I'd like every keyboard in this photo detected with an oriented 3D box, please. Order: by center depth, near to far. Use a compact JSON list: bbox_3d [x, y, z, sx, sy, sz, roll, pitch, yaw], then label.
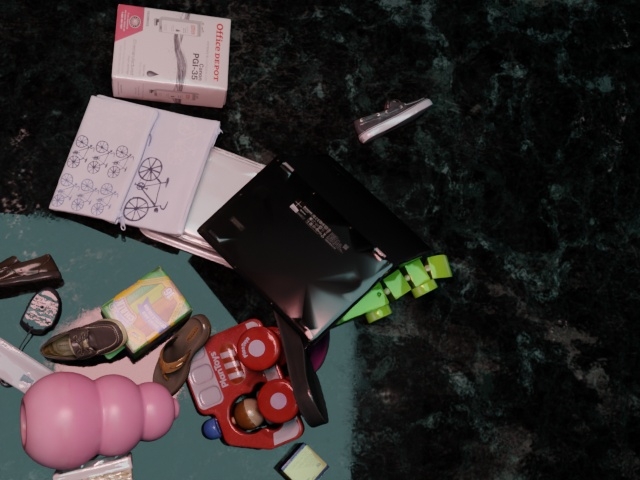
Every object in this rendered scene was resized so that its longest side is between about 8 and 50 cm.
[{"bbox_3d":[-0.651,0.305,1.851,0.256,0.014,0.072,36,78,-11],"label":"keyboard"}]

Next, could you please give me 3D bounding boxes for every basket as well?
[{"bbox_3d":[-0.484,0.532,1.794,0.167,0.113,0.103,-11,86,-14],"label":"basket"}]

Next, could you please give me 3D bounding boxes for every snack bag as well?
[{"bbox_3d":[-0.440,-0.181,1.985,0.342,0.037,0.323,14,72,8],"label":"snack bag"}]

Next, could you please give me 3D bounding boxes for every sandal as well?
[{"bbox_3d":[-0.326,0.261,1.884,0.090,0.060,0.219,45,109,25],"label":"sandal"},{"bbox_3d":[-0.026,0.217,1.892,0.107,0.167,0.446,-22,50,6],"label":"sandal"}]

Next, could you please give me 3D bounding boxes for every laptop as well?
[{"bbox_3d":[0.000,0.000,1.967,0.408,0.236,0.382,-44,74,-10],"label":"laptop"}]

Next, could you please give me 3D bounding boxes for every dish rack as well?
[{"bbox_3d":[-0.258,-0.100,2.035,0.333,0.072,0.285,20,73,-6],"label":"dish rack"}]

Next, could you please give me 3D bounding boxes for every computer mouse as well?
[{"bbox_3d":[-0.665,0.218,1.881,0.071,0.041,0.242,30,77,-14],"label":"computer mouse"}]

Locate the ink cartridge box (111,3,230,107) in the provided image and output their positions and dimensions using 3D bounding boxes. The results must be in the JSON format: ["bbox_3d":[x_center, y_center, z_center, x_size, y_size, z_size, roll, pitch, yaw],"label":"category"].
[{"bbox_3d":[-0.371,-0.461,2.075,0.283,0.117,0.207,4,75,-12],"label":"ink cartridge box"}]

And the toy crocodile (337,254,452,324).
[{"bbox_3d":[0.178,0.118,2.069,0.340,0.105,0.115,-26,81,-13],"label":"toy crocodile"}]

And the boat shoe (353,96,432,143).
[{"bbox_3d":[0.189,-0.337,2.198,0.228,0.080,0.076,-29,85,-10],"label":"boat shoe"}]

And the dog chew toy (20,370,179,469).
[{"bbox_3d":[-0.473,0.381,1.799,0.332,0.206,0.206,-1,76,-27],"label":"dog chew toy"}]

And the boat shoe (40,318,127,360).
[{"bbox_3d":[-0.524,0.228,1.821,0.073,0.223,0.080,-28,103,-60],"label":"boat shoe"}]

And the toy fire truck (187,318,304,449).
[{"bbox_3d":[-0.172,0.339,1.910,0.254,0.169,0.302,-23,81,7],"label":"toy fire truck"}]

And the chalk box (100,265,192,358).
[{"bbox_3d":[-0.417,0.181,1.892,0.213,0.132,0.132,-38,86,-19],"label":"chalk box"}]

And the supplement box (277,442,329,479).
[{"bbox_3d":[-0.040,0.530,1.928,0.083,0.056,0.083,44,71,1],"label":"supplement box"}]

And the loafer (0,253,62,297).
[{"bbox_3d":[-0.708,0.078,1.888,0.220,0.080,0.078,-8,68,-20],"label":"loafer"}]
